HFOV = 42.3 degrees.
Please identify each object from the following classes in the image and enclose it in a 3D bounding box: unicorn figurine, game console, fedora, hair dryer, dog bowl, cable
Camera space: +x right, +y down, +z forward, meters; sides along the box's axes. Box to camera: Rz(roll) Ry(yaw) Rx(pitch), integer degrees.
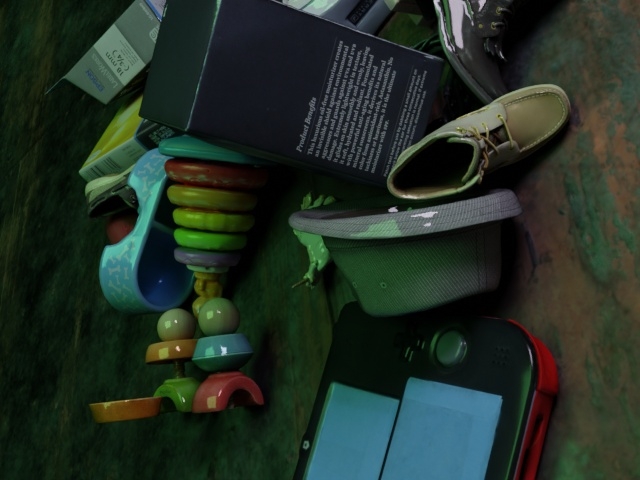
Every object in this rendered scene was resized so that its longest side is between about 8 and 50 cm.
[{"bbox_3d":[0.000,0.000,1.168,0.111,0.060,0.162,-56,23,13],"label":"unicorn figurine"},{"bbox_3d":[0.082,0.264,0.921,0.342,0.060,0.386,4,74,50],"label":"game console"},{"bbox_3d":[0.102,0.015,0.941,0.275,0.244,0.124,-1,99,48],"label":"fedora"},{"bbox_3d":[-0.323,-0.060,1.555,0.224,0.080,0.293,-16,60,44],"label":"hair dryer"},{"bbox_3d":[-0.261,-0.013,1.399,0.074,0.166,0.297,7,76,40],"label":"dog bowl"},{"bbox_3d":[0.140,-0.194,1.107,0.150,0.047,0.184,24,89,52],"label":"cable"}]

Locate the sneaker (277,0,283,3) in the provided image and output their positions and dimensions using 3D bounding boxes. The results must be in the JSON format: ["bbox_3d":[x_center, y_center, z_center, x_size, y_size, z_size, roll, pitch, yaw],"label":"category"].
[{"bbox_3d":[-0.090,-0.530,1.524,0.093,0.088,0.225,2,72,51],"label":"sneaker"}]

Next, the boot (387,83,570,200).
[{"bbox_3d":[0.175,-0.104,0.896,0.213,0.165,0.077,-24,94,13],"label":"boot"}]

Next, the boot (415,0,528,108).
[{"bbox_3d":[0.240,-0.300,0.992,0.229,0.091,0.263,-27,83,12],"label":"boot"}]

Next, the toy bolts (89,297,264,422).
[{"bbox_3d":[-0.206,0.169,1.191,0.228,0.218,0.158,-13,78,38],"label":"toy bolts"}]

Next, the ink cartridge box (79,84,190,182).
[{"bbox_3d":[-0.295,-0.266,1.571,0.304,0.072,0.307,-23,38,41],"label":"ink cartridge box"}]

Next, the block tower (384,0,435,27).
[{"bbox_3d":[0.185,-0.436,1.068,0.335,0.097,0.091,-53,55,39],"label":"block tower"}]

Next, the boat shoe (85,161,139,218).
[{"bbox_3d":[-0.336,-0.090,1.506,0.223,0.080,0.073,-15,66,25],"label":"boat shoe"}]

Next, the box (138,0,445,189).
[{"bbox_3d":[-0.054,-0.195,1.076,0.296,0.294,0.182,27,102,65],"label":"box"}]

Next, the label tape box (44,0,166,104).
[{"bbox_3d":[-0.356,-0.374,1.645,0.334,0.106,0.240,-32,9,35],"label":"label tape box"}]

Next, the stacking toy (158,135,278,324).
[{"bbox_3d":[-0.172,-0.009,1.310,0.166,0.175,0.301,6,96,13],"label":"stacking toy"}]

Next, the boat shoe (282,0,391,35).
[{"bbox_3d":[0.007,-0.374,1.289,0.367,0.136,0.156,-46,42,19],"label":"boat shoe"}]
